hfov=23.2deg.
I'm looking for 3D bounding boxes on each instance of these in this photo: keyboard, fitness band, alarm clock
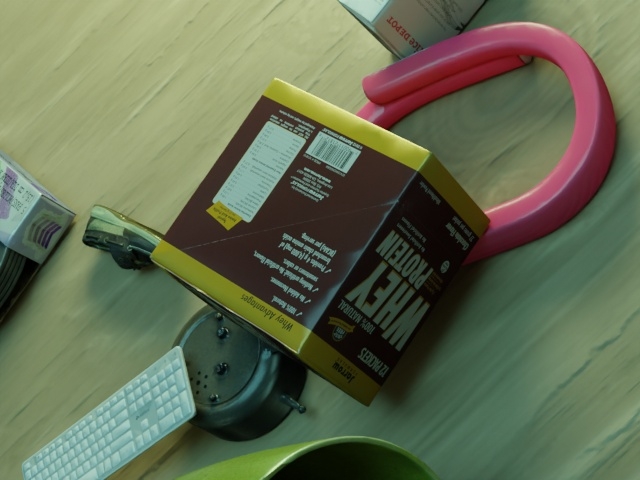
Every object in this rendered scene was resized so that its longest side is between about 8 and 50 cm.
[{"bbox_3d":[-0.205,0.190,1.475,0.256,0.014,0.072,-37,49,33],"label":"keyboard"},{"bbox_3d":[0.126,-0.080,1.405,0.291,0.054,0.209,-21,60,25],"label":"fitness band"},{"bbox_3d":[-0.098,0.121,1.450,0.192,0.064,0.129,-15,60,31],"label":"alarm clock"}]

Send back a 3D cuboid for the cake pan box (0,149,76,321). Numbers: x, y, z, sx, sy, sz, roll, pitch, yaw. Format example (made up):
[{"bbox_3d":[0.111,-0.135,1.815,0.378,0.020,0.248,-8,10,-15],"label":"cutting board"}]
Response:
[{"bbox_3d":[-0.417,0.007,1.716,0.267,0.070,0.246,37,93,39],"label":"cake pan box"}]

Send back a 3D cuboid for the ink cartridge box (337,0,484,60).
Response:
[{"bbox_3d":[0.101,-0.246,1.462,0.150,0.109,0.063,-51,51,2],"label":"ink cartridge box"}]

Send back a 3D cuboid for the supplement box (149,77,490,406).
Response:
[{"bbox_3d":[0.000,0.000,1.327,0.191,0.129,0.194,29,82,37],"label":"supplement box"}]

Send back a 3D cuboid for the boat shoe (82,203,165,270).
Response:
[{"bbox_3d":[-0.187,0.007,1.572,0.152,0.056,0.049,23,87,49],"label":"boat shoe"}]

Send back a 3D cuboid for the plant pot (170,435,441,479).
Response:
[{"bbox_3d":[-0.070,0.292,1.242,0.293,0.275,0.275,-7,63,50],"label":"plant pot"}]
